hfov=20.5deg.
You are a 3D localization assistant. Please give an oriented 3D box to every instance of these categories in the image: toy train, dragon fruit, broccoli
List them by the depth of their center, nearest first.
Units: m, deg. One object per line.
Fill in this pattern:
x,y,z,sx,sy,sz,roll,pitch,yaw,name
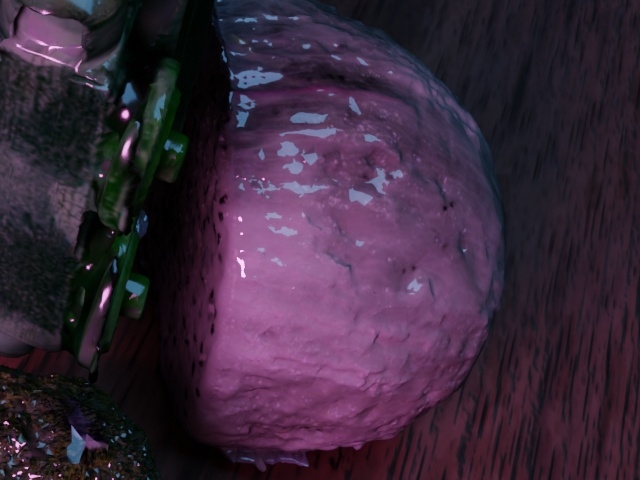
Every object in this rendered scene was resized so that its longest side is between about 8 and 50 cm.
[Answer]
-0.145,0.125,0.809,0.162,0.138,0.146,11,42,-36,broccoli
-0.134,-0.063,0.850,0.145,0.266,0.202,16,51,-5,toy train
0.010,-0.028,1.064,0.221,0.204,0.283,9,43,-22,dragon fruit

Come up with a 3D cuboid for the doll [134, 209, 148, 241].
-0.187,-0.027,1.027,0.120,0.075,0.180,-33,55,-14,doll
